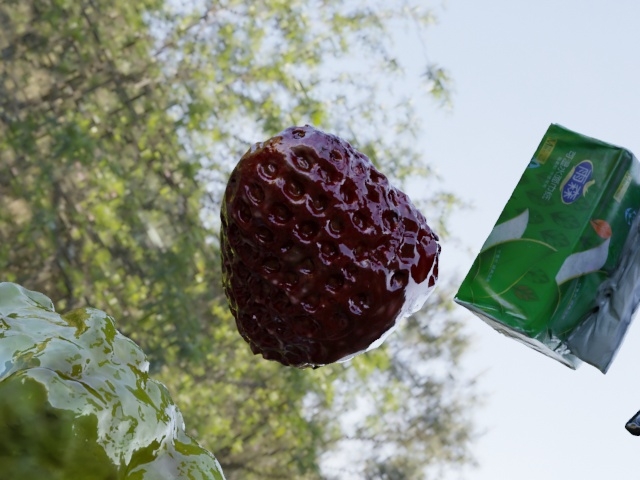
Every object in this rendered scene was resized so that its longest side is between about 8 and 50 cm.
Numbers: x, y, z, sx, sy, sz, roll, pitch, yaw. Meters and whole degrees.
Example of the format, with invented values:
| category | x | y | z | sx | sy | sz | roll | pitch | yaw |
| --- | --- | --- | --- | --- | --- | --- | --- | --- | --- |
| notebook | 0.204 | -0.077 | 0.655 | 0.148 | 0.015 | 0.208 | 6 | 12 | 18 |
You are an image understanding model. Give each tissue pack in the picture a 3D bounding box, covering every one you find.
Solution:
| category | x | y | z | sx | sy | sz | roll | pitch | yaw |
| --- | --- | --- | --- | --- | --- | --- | --- | --- | --- |
| tissue pack | 0.268 | 0.019 | 1.079 | 0.156 | 0.209 | 0.148 | 27 | -4 | 36 |

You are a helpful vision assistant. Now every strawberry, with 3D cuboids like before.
| category | x | y | z | sx | sy | sz | roll | pitch | yaw |
| --- | --- | --- | --- | --- | --- | --- | --- | --- | --- |
| strawberry | 0.000 | 0.000 | 1.484 | 0.345 | 0.318 | 0.295 | 67 | 11 | -53 |

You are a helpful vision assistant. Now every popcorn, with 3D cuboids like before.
| category | x | y | z | sx | sy | sz | roll | pitch | yaw |
| --- | --- | --- | --- | --- | --- | --- | --- | --- | --- |
| popcorn | -0.263 | 0.201 | 1.063 | 0.334 | 0.292 | 0.293 | 12 | -92 | 56 |

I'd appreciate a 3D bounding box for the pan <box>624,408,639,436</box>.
| category | x | y | z | sx | sy | sz | roll | pitch | yaw |
| --- | --- | --- | --- | --- | --- | --- | --- | --- | --- |
| pan | 0.335 | 0.100 | 0.926 | 0.136 | 0.235 | 0.028 | 4 | -64 | 50 |
